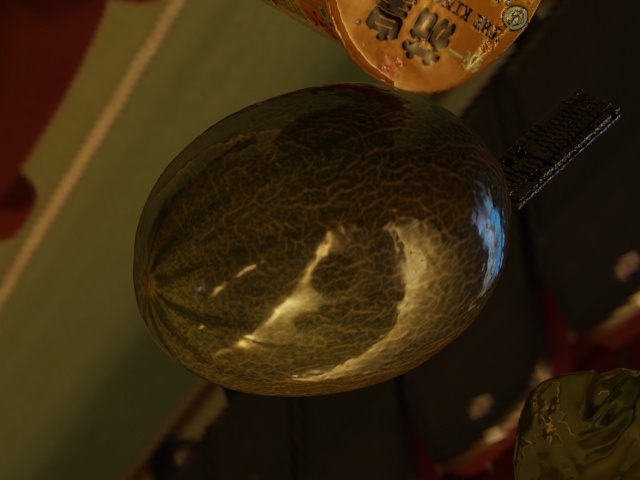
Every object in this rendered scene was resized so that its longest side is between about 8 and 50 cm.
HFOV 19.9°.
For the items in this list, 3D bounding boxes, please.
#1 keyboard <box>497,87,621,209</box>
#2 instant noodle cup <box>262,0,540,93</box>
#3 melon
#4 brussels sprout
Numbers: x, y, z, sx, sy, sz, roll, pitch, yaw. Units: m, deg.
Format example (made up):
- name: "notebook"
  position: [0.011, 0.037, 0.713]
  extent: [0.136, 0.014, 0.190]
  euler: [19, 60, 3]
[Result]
- name: "keyboard"
  position: [0.239, -0.100, 1.900]
  extent: [0.195, 0.060, 0.018]
  euler: [-41, 152, -36]
- name: "instant noodle cup"
  position: [0.040, -0.228, 1.299]
  extent: [0.215, 0.172, 0.216]
  euler: [-16, 117, -33]
- name: "melon"
  position: [0.000, 0.000, 1.420]
  extent: [0.301, 0.237, 0.237]
  euler: [-17, 151, -25]
- name: "brussels sprout"
  position: [0.184, 0.175, 0.986]
  extent: [0.161, 0.223, 0.223]
  euler: [-14, 157, 28]
